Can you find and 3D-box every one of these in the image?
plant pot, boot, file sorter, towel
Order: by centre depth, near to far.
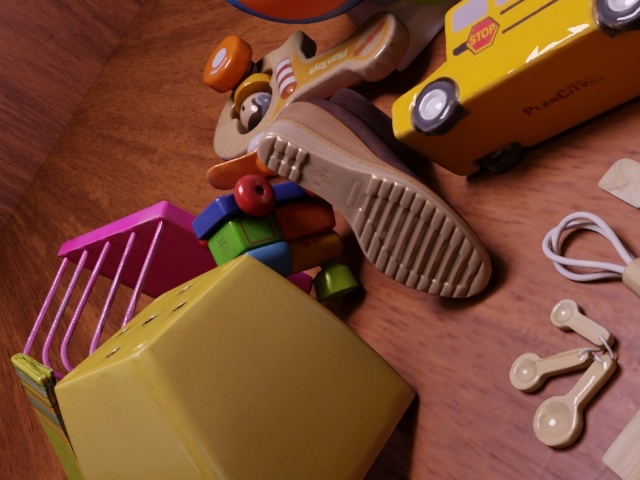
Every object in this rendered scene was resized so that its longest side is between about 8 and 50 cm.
[{"bbox_3d":[-0.088,0.138,0.627,0.212,0.187,0.212,-25,14,43],"label":"plant pot"},{"bbox_3d":[0.076,-0.064,0.721,0.090,0.248,0.207,-60,-10,31],"label":"boot"},{"bbox_3d":[-0.194,0.102,0.885,0.291,0.202,0.182,-14,54,50],"label":"file sorter"},{"bbox_3d":[-0.302,0.245,0.895,0.021,0.237,0.102,-30,25,-32],"label":"towel"}]

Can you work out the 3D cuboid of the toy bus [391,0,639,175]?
[{"bbox_3d":[0.212,-0.175,0.619,0.333,0.108,0.130,-26,54,42],"label":"toy bus"}]

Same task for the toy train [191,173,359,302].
[{"bbox_3d":[0.000,0.000,0.789,0.105,0.248,0.143,-36,76,46],"label":"toy train"}]

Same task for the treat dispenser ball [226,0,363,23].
[{"bbox_3d":[-0.031,-0.407,0.889,0.288,0.288,0.288,-36,36,32],"label":"treat dispenser ball"}]

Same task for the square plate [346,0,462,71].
[{"bbox_3d":[0.133,-0.442,0.993,0.344,0.049,0.347,-49,44,18],"label":"square plate"}]

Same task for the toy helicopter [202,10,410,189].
[{"bbox_3d":[-0.030,-0.189,0.983,0.355,0.140,0.235,-18,51,45],"label":"toy helicopter"}]

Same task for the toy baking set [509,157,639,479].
[{"bbox_3d":[0.218,0.041,0.506,0.197,0.030,0.256,-3,60,55],"label":"toy baking set"}]

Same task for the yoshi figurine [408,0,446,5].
[{"bbox_3d":[0.191,-0.312,0.713,0.362,0.203,0.203,-9,65,52],"label":"yoshi figurine"}]
